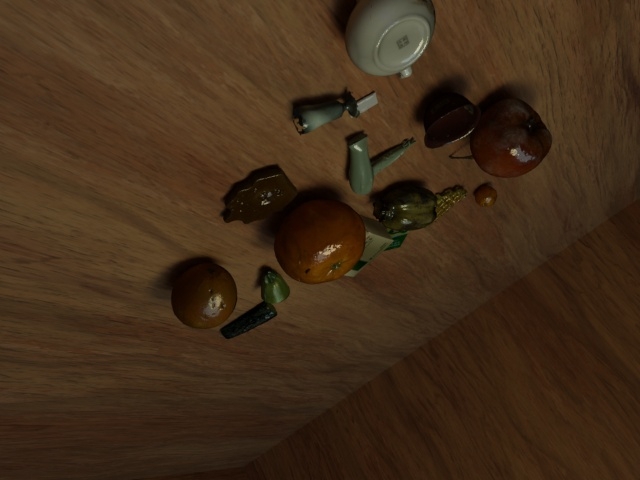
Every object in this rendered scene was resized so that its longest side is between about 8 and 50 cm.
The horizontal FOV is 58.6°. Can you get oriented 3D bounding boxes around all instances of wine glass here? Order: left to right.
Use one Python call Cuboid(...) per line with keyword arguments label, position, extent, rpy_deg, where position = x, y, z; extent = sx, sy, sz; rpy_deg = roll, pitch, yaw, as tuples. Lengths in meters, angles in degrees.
Cuboid(label="wine glass", position=(0.014, -0.311, 1.394), extent=(0.155, 0.072, 0.072), rpy_deg=(-21, 150, -18))

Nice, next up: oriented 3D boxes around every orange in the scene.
Cuboid(label="orange", position=(-0.343, 0.165, 1.698), extent=(0.206, 0.206, 0.206), rpy_deg=(-22, 150, -14))
Cuboid(label="orange", position=(0.000, 0.000, 1.706), extent=(0.284, 0.226, 0.284), rpy_deg=(-24, 155, -12))
Cuboid(label="orange", position=(0.623, -0.167, 2.151), extent=(0.084, 0.083, 0.083), rpy_deg=(-22, 150, -14))

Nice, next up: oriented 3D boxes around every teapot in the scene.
Cuboid(label="teapot", position=(0.147, -0.451, 1.232), extent=(0.204, 0.139, 0.298), rpy_deg=(-31, 149, -2))

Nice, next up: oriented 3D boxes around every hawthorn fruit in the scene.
Cuboid(label="hawthorn fruit", position=(0.578, -0.298, 1.747), extent=(0.231, 0.235, 0.263), rpy_deg=(-25, 152, -14))

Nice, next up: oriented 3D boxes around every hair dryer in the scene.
Cuboid(label="hair dryer", position=(0.183, -0.257, 1.655), extent=(0.237, 0.075, 0.206), rpy_deg=(-29, 145, -16))

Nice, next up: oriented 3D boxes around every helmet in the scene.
Cuboid(label="helmet", position=(0.347, -0.347, 1.597), extent=(0.175, 0.106, 0.155), rpy_deg=(-42, 146, 25))

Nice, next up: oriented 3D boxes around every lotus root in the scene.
Cuboid(label="lotus root", position=(0.267, -0.102, 1.875), extent=(0.278, 0.154, 0.154), rpy_deg=(-8, 144, -34))

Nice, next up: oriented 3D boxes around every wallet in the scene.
Cuboid(label="wallet", position=(0.110, -0.351, 1.477), extent=(0.083, 0.011, 0.044), rpy_deg=(-29, 151, -1))

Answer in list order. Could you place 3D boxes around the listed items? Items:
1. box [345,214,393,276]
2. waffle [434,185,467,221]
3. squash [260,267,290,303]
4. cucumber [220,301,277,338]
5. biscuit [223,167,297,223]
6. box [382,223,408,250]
Cuboid(label="box", position=(0.119, 0.021, 1.982), extent=(0.212, 0.095, 0.168), rpy_deg=(-44, 145, 23))
Cuboid(label="waffle", position=(0.452, -0.126, 2.097), extent=(0.192, 0.046, 0.160), rpy_deg=(-24, 148, -10))
Cuboid(label="squash", position=(-0.166, 0.135, 1.931), extent=(0.105, 0.105, 0.132), rpy_deg=(-23, 132, -12))
Cuboid(label="cucumber", position=(-0.264, 0.309, 2.120), extent=(0.211, 0.062, 0.078), rpy_deg=(-34, 151, 7))
Cuboid(label="biscuit", position=(-0.178, -0.114, 1.568), extent=(0.215, 0.034, 0.182), rpy_deg=(-30, 150, 5))
Cuboid(label="box", position=(0.274, -0.044, 2.075), extent=(0.132, 0.034, 0.235), rpy_deg=(-12, 146, -29))
